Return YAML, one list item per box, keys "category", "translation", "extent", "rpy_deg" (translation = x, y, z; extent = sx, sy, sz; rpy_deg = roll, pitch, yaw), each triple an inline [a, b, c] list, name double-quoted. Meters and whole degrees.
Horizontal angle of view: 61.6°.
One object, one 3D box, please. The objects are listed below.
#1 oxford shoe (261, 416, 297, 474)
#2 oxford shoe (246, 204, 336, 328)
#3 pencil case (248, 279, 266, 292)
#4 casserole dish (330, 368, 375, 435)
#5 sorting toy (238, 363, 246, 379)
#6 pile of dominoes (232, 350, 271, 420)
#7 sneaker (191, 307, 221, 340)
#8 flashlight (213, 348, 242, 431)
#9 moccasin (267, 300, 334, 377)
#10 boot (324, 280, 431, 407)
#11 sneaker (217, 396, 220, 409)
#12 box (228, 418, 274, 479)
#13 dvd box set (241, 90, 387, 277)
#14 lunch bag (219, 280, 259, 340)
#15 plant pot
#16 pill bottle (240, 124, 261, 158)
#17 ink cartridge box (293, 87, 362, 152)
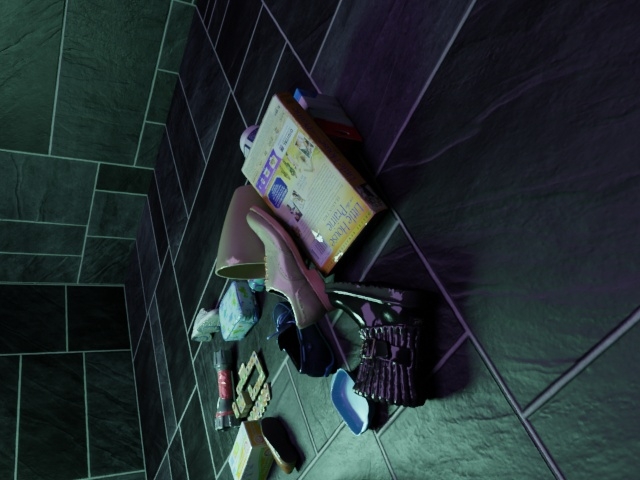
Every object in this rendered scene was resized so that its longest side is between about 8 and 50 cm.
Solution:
- category: "oxford shoe"
  translation: [-0.141, 0.654, 1.715]
  extent: [0.212, 0.076, 0.076]
  rpy_deg: [-131, 42, -52]
- category: "oxford shoe"
  translation: [-0.116, 0.068, 1.521]
  extent: [0.397, 0.146, 0.140]
  rpy_deg: [52, 176, 22]
- category: "pencil case"
  translation: [-0.206, 0.107, 1.893]
  extent: [0.064, 0.070, 0.152]
  rpy_deg: [-90, 20, -62]
- category: "casserole dish"
  translation: [0.085, 0.413, 1.383]
  extent: [0.188, 0.037, 0.114]
  rpy_deg: [44, 123, 52]
- category: "sorting toy"
  translation: [-0.298, 0.522, 2.057]
  extent: [0.062, 0.012, 0.083]
  rpy_deg: [54, 130, 46]
- category: "pile of dominoes"
  translation: [-0.256, 0.554, 1.941]
  extent: [0.196, 0.040, 0.251]
  rpy_deg: [58, 135, 40]
- category: "sneaker"
  translation: [-0.497, 0.346, 2.339]
  extent: [0.297, 0.111, 0.129]
  rpy_deg: [-40, 47, 50]
- category: "flashlight"
  translation: [-0.370, 0.580, 2.093]
  extent: [0.103, 0.103, 0.304]
  rpy_deg: [-24, 62, 28]
- category: "moccasin"
  translation: [-0.077, 0.276, 1.599]
  extent: [0.342, 0.116, 0.138]
  rpy_deg: [36, 117, 56]
- category: "boot"
  translation: [0.115, 0.229, 1.259]
  extent: [0.348, 0.131, 0.260]
  rpy_deg: [4, 90, 60]
- category: "sneaker"
  translation: [-0.398, 0.686, 2.172]
  extent: [0.061, 0.053, 0.152]
  rpy_deg: [5, 91, 63]
- category: "box"
  translation: [-0.227, 0.719, 1.819]
  extent: [0.114, 0.103, 0.203]
  rpy_deg: [52, 130, 50]
- category: "dvd box set"
  translation: [-0.035, -0.144, 1.449]
  extent: [0.420, 0.062, 0.308]
  rpy_deg: [51, 139, 16]
- category: "lunch bag"
  translation: [-0.313, 0.265, 2.039]
  extent: [0.219, 0.090, 0.176]
  rpy_deg: [-55, 43, 42]
- category: "plant pot"
  translation: [-0.211, -0.031, 1.736]
  extent: [0.256, 0.256, 0.274]
  rpy_deg: [-27, 62, 56]
- category: "pill bottle"
  translation: [-0.170, -0.298, 1.796]
  extent: [0.264, 0.153, 0.153]
  rpy_deg: [42, 122, 54]
- category: "ink cartridge box"
  translation: [0.012, -0.324, 1.502]
  extent: [0.078, 0.134, 0.231]
  rpy_deg: [-62, 37, 34]
